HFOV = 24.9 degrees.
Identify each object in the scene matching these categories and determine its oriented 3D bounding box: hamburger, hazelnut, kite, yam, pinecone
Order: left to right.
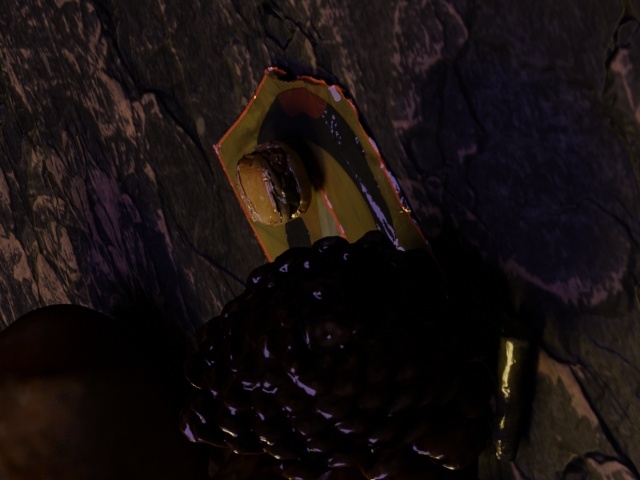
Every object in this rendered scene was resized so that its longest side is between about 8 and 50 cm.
[{"bbox_3d":[-0.295,0.255,1.723,0.366,0.366,0.366,41,143,41],"label":"hazelnut"},{"bbox_3d":[-0.041,-0.051,1.279,0.083,0.044,0.076,9,120,63],"label":"hamburger"},{"bbox_3d":[0.002,-0.001,1.306,0.377,0.013,0.327,29,135,49],"label":"kite"},{"bbox_3d":[0.025,0.142,1.133,0.246,0.246,0.292,45,169,36],"label":"pinecone"},{"bbox_3d":[0.144,0.117,1.119,0.033,0.027,0.129,11,127,11],"label":"yam"}]
